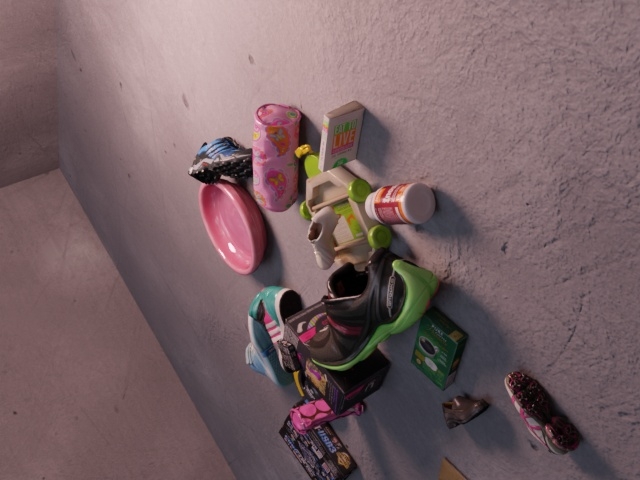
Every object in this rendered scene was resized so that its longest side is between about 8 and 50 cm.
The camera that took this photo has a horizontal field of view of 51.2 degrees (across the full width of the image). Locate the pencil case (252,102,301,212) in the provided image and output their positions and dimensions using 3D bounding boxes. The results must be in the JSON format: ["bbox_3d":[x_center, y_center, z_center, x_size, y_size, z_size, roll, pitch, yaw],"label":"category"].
[{"bbox_3d":[-0.112,-0.211,1.725,0.124,0.124,0.284,41,145,35],"label":"pencil case"}]

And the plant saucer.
[{"bbox_3d":[-0.272,-0.053,2.139,0.332,0.084,0.332,39,143,38],"label":"plant saucer"}]

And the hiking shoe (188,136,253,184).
[{"bbox_3d":[-0.274,-0.252,1.953,0.304,0.113,0.132,-2,69,41],"label":"hiking shoe"}]

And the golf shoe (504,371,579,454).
[{"bbox_3d":[0.429,0.352,1.345,0.186,0.068,0.086,54,151,16],"label":"golf shoe"}]

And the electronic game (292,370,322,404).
[{"bbox_3d":[-0.019,0.494,2.202,0.229,0.048,0.229,38,142,38],"label":"electronic game"}]

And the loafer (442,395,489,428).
[{"bbox_3d":[0.328,0.390,1.548,0.061,0.062,0.170,61,150,15],"label":"loafer"}]

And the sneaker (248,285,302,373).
[{"bbox_3d":[-0.145,0.271,2.146,0.178,0.124,0.295,19,120,46],"label":"sneaker"}]

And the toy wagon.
[{"bbox_3d":[0.044,-0.081,1.625,0.267,0.068,0.344,-17,98,60],"label":"toy wagon"}]

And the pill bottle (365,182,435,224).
[{"bbox_3d":[0.164,-0.076,1.414,0.152,0.086,0.086,-1,112,58],"label":"pill bottle"}]

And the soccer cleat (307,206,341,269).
[{"bbox_3d":[0.000,0.000,1.608,0.068,0.076,0.196,44,145,33],"label":"soccer cleat"}]

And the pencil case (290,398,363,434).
[{"bbox_3d":[0.020,0.511,1.989,0.098,0.210,0.095,-145,44,-59],"label":"pencil case"}]

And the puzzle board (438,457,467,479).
[{"bbox_3d":[0.362,0.637,1.740,0.128,0.011,0.096,39,141,36],"label":"puzzle board"}]

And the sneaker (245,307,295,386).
[{"bbox_3d":[-0.211,0.350,2.320,0.208,0.127,0.318,6,117,55],"label":"sneaker"}]

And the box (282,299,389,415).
[{"bbox_3d":[0.036,0.316,1.850,0.270,0.165,0.143,47,148,27],"label":"box"}]

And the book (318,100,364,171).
[{"bbox_3d":[0.042,-0.228,1.478,0.035,0.096,0.144,44,146,31],"label":"book"}]

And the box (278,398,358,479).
[{"bbox_3d":[-0.016,0.733,2.364,0.295,0.073,0.293,51,149,21],"label":"box"}]

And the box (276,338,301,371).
[{"bbox_3d":[-0.089,0.320,1.866,0.067,0.018,0.083,9,121,58],"label":"box"}]

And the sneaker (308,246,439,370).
[{"bbox_3d":[0.092,0.155,1.593,0.202,0.185,0.483,42,139,0],"label":"sneaker"}]

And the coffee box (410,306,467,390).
[{"bbox_3d":[0.272,0.252,1.547,0.113,0.040,0.184,41,144,34],"label":"coffee box"}]
